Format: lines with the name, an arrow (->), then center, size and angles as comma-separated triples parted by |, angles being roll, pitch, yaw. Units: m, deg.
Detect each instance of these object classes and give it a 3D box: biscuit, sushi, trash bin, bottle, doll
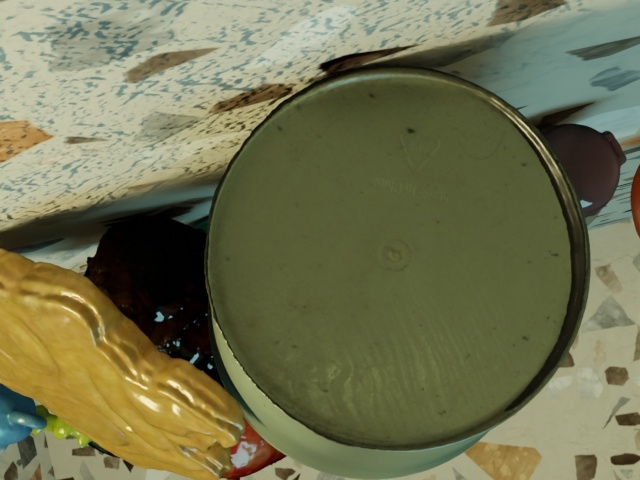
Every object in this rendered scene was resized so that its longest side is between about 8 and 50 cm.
biscuit -> -0.205, 0.113, 1.272 | 0.376, 0.269, 0.051 | 12, -124, 42
sushi -> -0.148, 0.056, 1.387 | 0.153, 0.150, 0.172 | 4, -147, -20
trash bin -> 0.046, 0.041, 1.135 | 0.280, 0.280, 0.432 | -14, 172, -3
bottle -> 0.219, -0.054, 1.465 | 0.110, 0.110, 0.233 | -13, 176, -12
doll -> -0.490, 0.210, 1.863 | 0.341, 0.099, 0.346 | -1, 161, 25

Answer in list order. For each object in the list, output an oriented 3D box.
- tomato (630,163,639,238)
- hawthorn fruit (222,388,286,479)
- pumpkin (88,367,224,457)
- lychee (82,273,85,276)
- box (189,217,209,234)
tomato -> 0.477, -0.050, 1.806 | 0.208, 0.184, 0.208 | -21, 175, -2
hawthorn fruit -> -0.118, 0.233, 2.227 | 0.284, 0.369, 0.285 | 3, 178, 0
pumpkin -> -0.254, 0.154, 1.989 | 0.248, 0.248, 0.248 | -14, 175, -1
lychee -> -0.204, 0.070, 1.641 | 0.146, 0.114, 0.114 | 5, -177, 24
box -> 0.000, 0.000, 1.544 | 0.245, 0.092, 0.153 | -10, 174, -42
